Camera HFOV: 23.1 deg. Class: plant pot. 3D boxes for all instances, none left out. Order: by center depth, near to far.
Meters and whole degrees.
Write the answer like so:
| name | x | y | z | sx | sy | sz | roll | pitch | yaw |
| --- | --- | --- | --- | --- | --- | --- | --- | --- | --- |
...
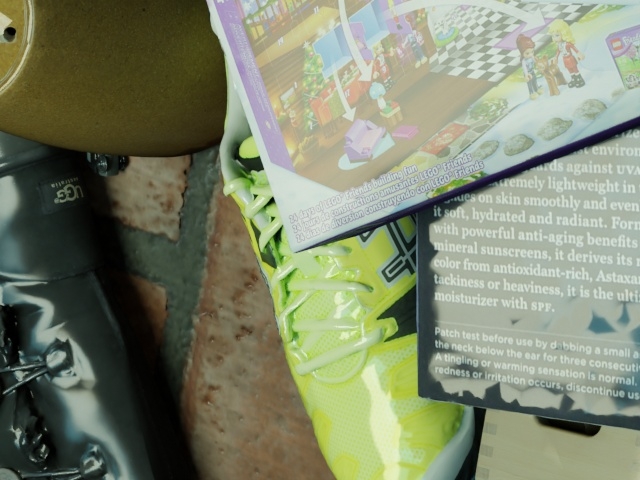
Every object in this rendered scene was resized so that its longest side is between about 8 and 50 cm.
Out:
| name | x | y | z | sx | sy | sz | roll | pitch | yaw |
| --- | --- | --- | --- | --- | --- | --- | --- | --- | --- |
| plant pot | -0.174 | -0.158 | 1.077 | 0.237 | 0.254 | 0.237 | 5 | 102 | 22 |

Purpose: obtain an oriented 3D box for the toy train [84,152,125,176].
| name | x | y | z | sx | sy | sz | roll | pitch | yaw |
| --- | --- | --- | --- | --- | --- | --- | --- | --- | --- |
| toy train | -0.172 | -0.130 | 1.239 | 0.036 | 0.027 | 0.158 | 12 | 105 | 42 |

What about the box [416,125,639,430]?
| name | x | y | z | sx | sy | sz | roll | pitch | yaw |
| --- | --- | --- | --- | --- | --- | --- | --- | --- | --- |
| box | 0.193 | -0.077 | 0.844 | 0.182 | 0.296 | 0.294 | 5 | 100 | 33 |

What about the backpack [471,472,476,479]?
| name | x | y | z | sx | sy | sz | roll | pitch | yaw |
| --- | --- | --- | --- | --- | --- | --- | --- | --- | --- |
| backpack | 0.110 | 0.193 | 1.055 | 0.182 | 0.115 | 0.152 | -35 | 81 | 35 |

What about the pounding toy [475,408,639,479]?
| name | x | y | z | sx | sy | sz | roll | pitch | yaw |
| --- | --- | --- | --- | --- | --- | --- | --- | --- | --- |
| pounding toy | 0.232 | 0.122 | 0.924 | 0.181 | 0.206 | 0.094 | 8 | 87 | 51 |

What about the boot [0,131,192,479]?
| name | x | y | z | sx | sy | sz | roll | pitch | yaw |
| --- | --- | --- | --- | --- | --- | --- | --- | --- | --- |
| boot | -0.283 | 0.156 | 1.306 | 0.367 | 0.146 | 0.445 | -18 | 93 | 36 |

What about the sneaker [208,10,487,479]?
| name | x | y | z | sx | sy | sz | roll | pitch | yaw |
| --- | --- | --- | --- | --- | --- | --- | --- | --- | --- |
| sneaker | 0.000 | 0.000 | 1.018 | 0.145 | 0.147 | 0.385 | -28 | 65 | 35 |

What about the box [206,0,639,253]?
| name | x | y | z | sx | sy | sz | roll | pitch | yaw |
| --- | --- | --- | --- | --- | --- | --- | --- | --- | --- |
| box | 0.079 | -0.134 | 0.695 | 0.293 | 0.057 | 0.201 | -21 | 86 | 34 |
